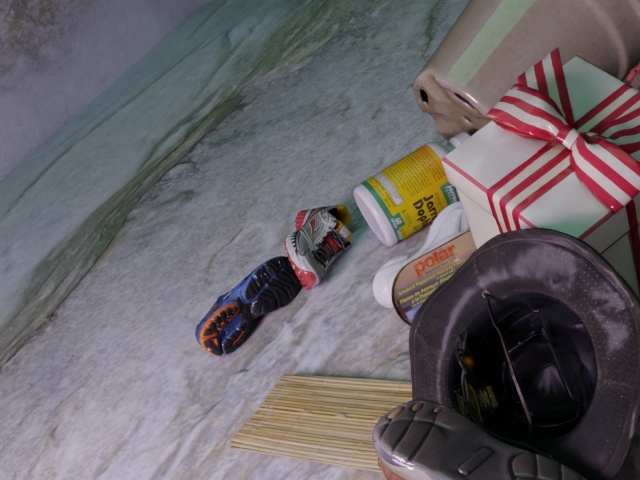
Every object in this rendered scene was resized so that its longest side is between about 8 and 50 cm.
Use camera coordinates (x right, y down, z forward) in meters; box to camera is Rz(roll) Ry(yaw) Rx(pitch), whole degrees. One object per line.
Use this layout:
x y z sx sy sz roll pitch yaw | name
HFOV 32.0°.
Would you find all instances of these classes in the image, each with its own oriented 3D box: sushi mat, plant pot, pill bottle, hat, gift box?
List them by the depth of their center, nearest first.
0.251 0.150 1.232 0.134 0.331 0.331 6 -1 -40 | hat
0.326 -0.068 1.354 0.276 0.258 0.255 -42 48 -13 | gift box
0.025 0.238 1.485 0.316 0.019 0.151 -2 35 43 | sushi mat
0.169 -0.089 1.835 0.208 0.118 0.117 -31 25 -5 | pill bottle
0.332 -0.298 1.874 0.305 0.334 0.334 -47 29 -11 | plant pot

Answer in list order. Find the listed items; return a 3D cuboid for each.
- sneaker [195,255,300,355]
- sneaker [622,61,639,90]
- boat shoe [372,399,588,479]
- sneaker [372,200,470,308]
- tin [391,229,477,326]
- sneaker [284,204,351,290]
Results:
-0.126 0.098 1.839 0.221 0.083 0.087 -39 21 -25 | sneaker
0.593 -0.261 1.736 0.276 0.098 0.135 -27 23 2 | sneaker
0.186 0.281 1.131 0.123 0.116 0.324 -26 39 -31 | boat shoe
0.193 0.031 1.640 0.232 0.090 0.115 -44 34 -10 | sneaker
0.189 0.055 1.562 0.189 0.106 0.040 -28 -7 2 | tin
0.000 0.000 1.880 0.092 0.088 0.225 -18 27 19 | sneaker
